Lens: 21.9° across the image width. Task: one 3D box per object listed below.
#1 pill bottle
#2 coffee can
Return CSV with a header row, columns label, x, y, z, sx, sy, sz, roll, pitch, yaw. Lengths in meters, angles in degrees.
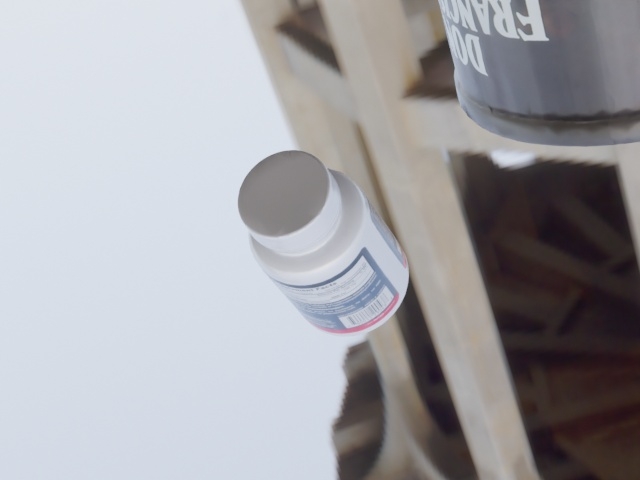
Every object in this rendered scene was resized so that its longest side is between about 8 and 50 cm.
label,x,y,z,sx,sy,sz,roll,pitch,yaw
pill bottle,0.000,0.000,1.397,0.108,0.180,0.108,-9,-119,17
coffee can,0.137,-0.214,0.827,0.201,0.275,0.201,-13,-152,7
